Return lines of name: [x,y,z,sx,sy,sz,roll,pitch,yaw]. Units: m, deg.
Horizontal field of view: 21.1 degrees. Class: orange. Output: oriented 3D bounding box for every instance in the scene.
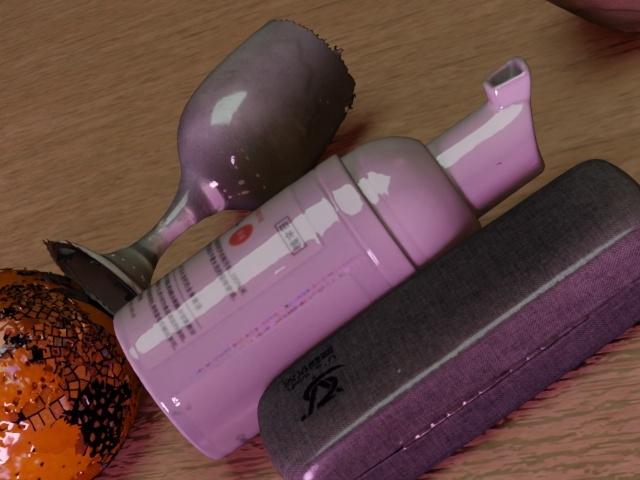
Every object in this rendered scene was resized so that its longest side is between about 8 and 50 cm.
orange: [-0.267,0.132,1.453,0.234,0.182,0.234,-25,44,26]

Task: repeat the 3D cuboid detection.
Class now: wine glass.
wine glass: [-0.101,-0.060,1.573,0.321,0.143,0.143,-49,30,-18]

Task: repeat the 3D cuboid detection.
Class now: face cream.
face cream: [0.029,0.008,1.314,0.370,0.145,0.145,-35,28,6]

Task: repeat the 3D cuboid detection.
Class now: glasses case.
glasses case: [0.103,0.069,1.212,0.323,0.074,0.131,-36,27,5]

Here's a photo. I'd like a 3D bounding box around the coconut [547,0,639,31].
coconut: [0.246,-0.278,1.431,0.224,0.224,0.224,-28,30,18]
